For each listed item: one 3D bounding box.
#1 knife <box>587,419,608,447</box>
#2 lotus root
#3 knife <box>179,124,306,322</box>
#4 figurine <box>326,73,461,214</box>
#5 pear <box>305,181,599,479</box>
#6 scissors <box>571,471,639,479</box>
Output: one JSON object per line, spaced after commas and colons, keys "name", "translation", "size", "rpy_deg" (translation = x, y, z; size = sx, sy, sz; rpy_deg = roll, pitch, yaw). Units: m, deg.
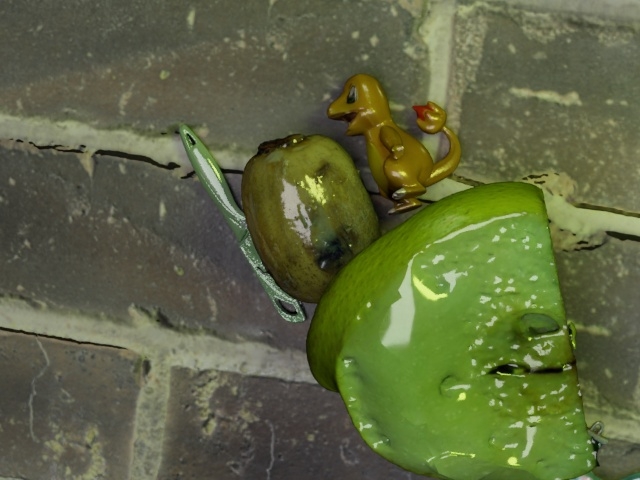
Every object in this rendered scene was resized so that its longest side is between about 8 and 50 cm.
{"name": "knife", "translation": [0.213, 0.198, 2.052], "size": [0.278, 0.053, 0.123], "rpy_deg": [37, 102, 6]}
{"name": "lotus root", "translation": [0.000, 0.001, 2.030], "size": [0.154, 0.154, 0.278], "rpy_deg": [-17, 104, 19]}
{"name": "knife", "translation": [-0.099, -0.021, 2.118], "size": [0.043, 0.020, 0.293], "rpy_deg": [-29, 92, 18]}
{"name": "figurine", "translation": [0.094, -0.131, 2.013], "size": [0.122, 0.121, 0.176], "rpy_deg": [-32, 79, -9]}
{"name": "pear", "translation": [0.141, 0.112, 1.931], "size": [0.318, 0.238, 0.342], "rpy_deg": [-12, 108, 4]}
{"name": "scissors", "translation": [0.313, 0.304, 2.026], "size": [0.256, 0.030, 0.125], "rpy_deg": [24, 107, -3]}
